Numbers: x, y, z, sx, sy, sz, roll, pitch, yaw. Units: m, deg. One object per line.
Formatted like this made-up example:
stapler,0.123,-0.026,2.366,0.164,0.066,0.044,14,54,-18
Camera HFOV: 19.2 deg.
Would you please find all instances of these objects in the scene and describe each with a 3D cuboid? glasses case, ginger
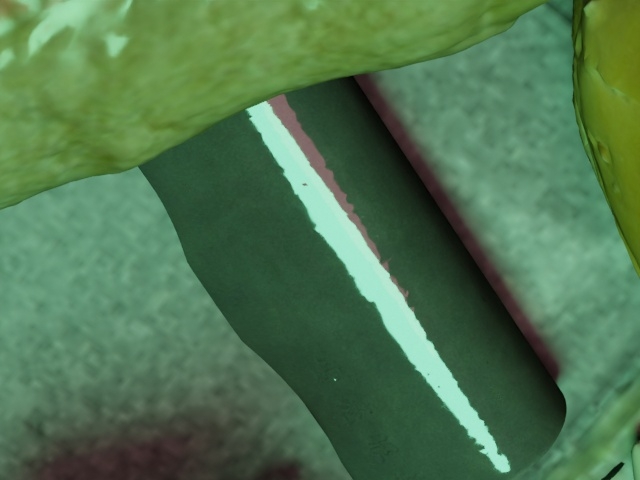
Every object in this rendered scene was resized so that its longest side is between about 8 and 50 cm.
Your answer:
glasses case,-0.001,-0.001,0.576,0.072,0.042,0.191,-29,107,18
ginger,-0.004,-0.112,0.468,0.354,0.126,0.190,-31,80,6

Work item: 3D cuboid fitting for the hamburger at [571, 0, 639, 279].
hamburger,0.177,-0.043,0.527,0.213,0.108,0.214,2,113,5

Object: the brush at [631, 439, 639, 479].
brush,0.174,0.190,0.646,0.039,0.042,0.299,-33,103,-3
